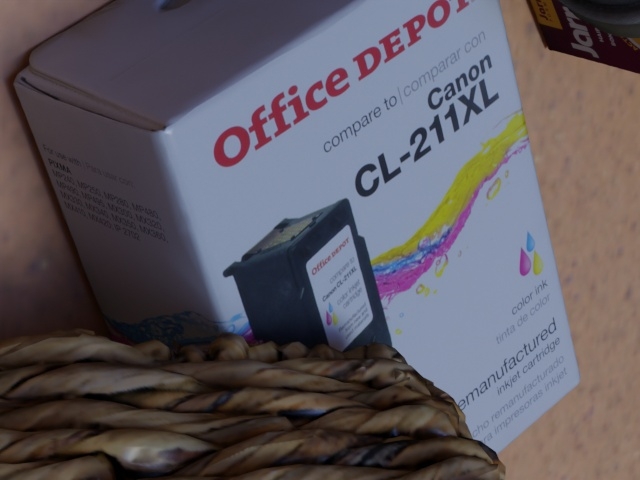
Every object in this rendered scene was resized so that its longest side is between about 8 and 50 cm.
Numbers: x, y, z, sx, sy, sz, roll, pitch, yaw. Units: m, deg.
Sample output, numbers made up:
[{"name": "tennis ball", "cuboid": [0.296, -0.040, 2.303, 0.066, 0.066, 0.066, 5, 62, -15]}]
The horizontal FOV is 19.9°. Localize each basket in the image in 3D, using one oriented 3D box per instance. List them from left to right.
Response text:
[{"name": "basket", "cuboid": [-0.021, 0.199, 0.449, 0.213, 0.223, 0.299, 5, 112, -28]}]

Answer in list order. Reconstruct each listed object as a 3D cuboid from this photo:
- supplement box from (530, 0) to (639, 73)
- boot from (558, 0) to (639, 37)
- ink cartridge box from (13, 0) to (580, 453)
[{"name": "supplement box", "cuboid": [0.113, -0.089, 0.621, 0.043, 0.083, 0.055, -46, 131, -20]}, {"name": "boot", "cuboid": [0.022, -0.163, 0.466, 0.076, 0.189, 0.208, -33, 146, 18]}, {"name": "ink cartridge box", "cuboid": [0.000, 0.000, 0.555, 0.127, 0.072, 0.175, -36, 128, -27]}]
